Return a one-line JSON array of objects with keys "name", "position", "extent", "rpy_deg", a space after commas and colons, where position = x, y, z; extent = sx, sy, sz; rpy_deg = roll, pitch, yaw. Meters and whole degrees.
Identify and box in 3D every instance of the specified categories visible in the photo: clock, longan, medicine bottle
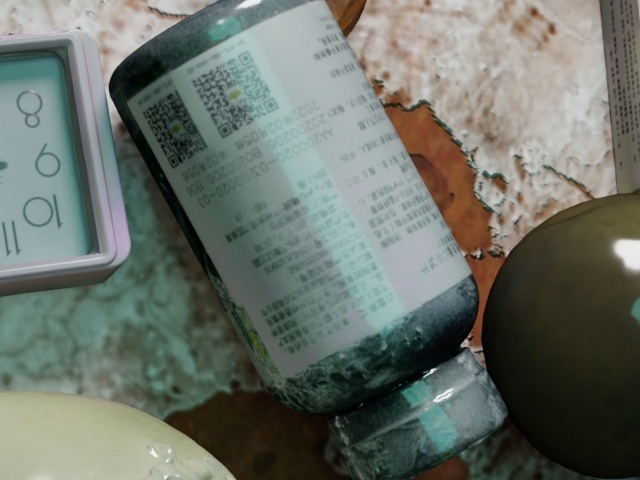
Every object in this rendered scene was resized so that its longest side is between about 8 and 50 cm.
[{"name": "clock", "position": [-0.219, -0.040, 1.113], "extent": [0.197, 0.063, 0.150], "rpy_deg": [-8, 83, -19]}, {"name": "longan", "position": [0.189, 0.053, 1.177], "extent": [0.189, 0.189, 0.189], "rpy_deg": [3, 79, -17]}, {"name": "medicine bottle", "position": [0.000, 0.000, 1.135], "extent": [0.141, 0.141, 0.293], "rpy_deg": [-28, 89, -21]}]

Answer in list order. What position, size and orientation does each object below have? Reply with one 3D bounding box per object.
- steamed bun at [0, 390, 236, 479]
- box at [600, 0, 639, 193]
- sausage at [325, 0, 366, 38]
[{"name": "steamed bun", "position": [-0.168, 0.242, 0.988], "extent": [0.312, 0.233, 0.333], "rpy_deg": [0, 79, -19]}, {"name": "box", "position": [0.280, -0.158, 1.298], "extent": [0.175, 0.062, 0.260], "rpy_deg": [0, 80, -18]}, {"name": "sausage", "position": [-0.024, -0.192, 1.205], "extent": [0.065, 0.065, 0.169], "rpy_deg": [-36, 93, -20]}]
